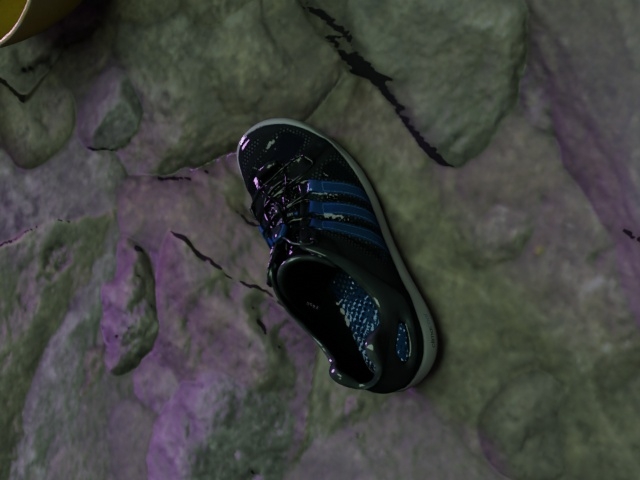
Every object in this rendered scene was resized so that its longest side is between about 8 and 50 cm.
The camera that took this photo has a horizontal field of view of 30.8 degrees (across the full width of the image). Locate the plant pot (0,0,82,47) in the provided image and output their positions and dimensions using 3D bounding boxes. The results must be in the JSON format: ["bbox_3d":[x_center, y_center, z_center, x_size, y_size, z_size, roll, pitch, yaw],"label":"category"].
[{"bbox_3d":[-0.216,-0.206,0.843,0.134,0.095,0.134,8,105,34],"label":"plant pot"}]

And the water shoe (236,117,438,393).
[{"bbox_3d":[0.000,0.000,0.705,0.073,0.080,0.203,-44,65,22],"label":"water shoe"}]
